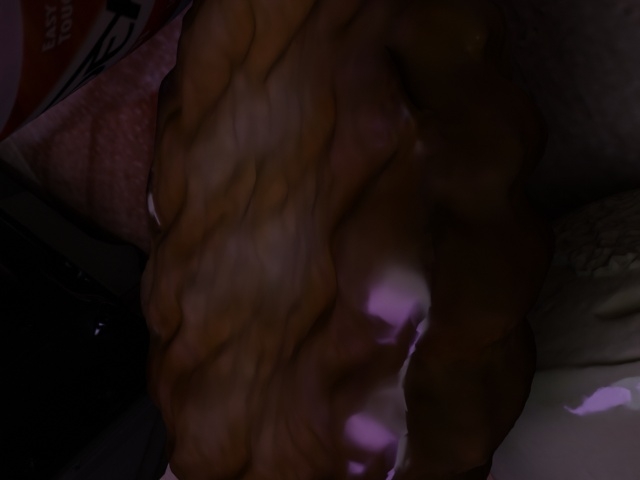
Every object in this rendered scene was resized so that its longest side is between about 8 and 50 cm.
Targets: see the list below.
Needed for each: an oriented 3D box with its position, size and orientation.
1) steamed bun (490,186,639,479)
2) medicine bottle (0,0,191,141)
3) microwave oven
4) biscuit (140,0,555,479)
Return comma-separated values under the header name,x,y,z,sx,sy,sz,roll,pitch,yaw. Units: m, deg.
name,x,y,z,sx,sy,sz,roll,pitch,yaw
steamed bun,0.176,0.081,0.511,0.250,0.155,0.200,-18,111,45
medicine bottle,-0.205,-0.164,0.529,0.253,0.241,0.252,19,131,24
microwave oven,-0.294,0.077,0.752,0.355,0.286,0.218,36,135,12
biscuit,0.000,0.000,0.515,0.326,0.107,0.325,-8,81,64
